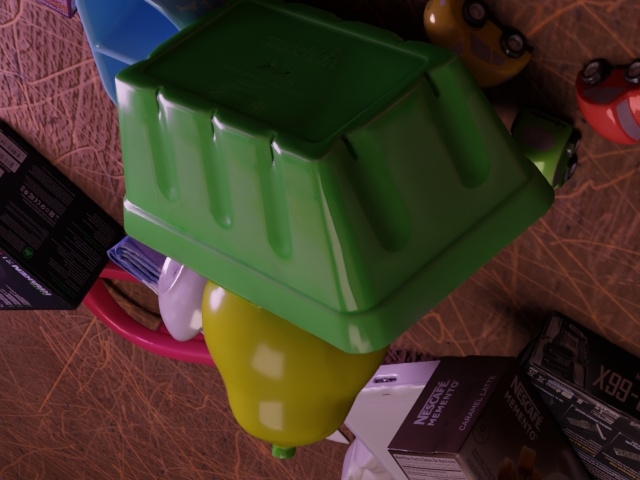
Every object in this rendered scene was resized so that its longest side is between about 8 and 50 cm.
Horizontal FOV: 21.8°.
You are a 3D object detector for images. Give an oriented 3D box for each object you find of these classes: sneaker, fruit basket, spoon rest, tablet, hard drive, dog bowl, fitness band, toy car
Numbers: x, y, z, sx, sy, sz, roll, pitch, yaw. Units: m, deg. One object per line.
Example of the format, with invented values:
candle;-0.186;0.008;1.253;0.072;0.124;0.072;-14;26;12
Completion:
sneaker;0.094;0.299;2.321;0.094;0.080;0.212;13;155;-6
fruit basket;0.000;0.000;1.490;0.392;0.283;0.392;40;153;25
spoon rest;-0.090;-0.009;1.747;0.084;0.137;0.276;22;118;-20
tablet;0.003;0.271;2.436;0.054;0.006;0.083;7;146;44
hard drive;0.156;0.262;2.141;0.203;0.040;0.307;-8;137;34
dog bowl;-0.152;-0.193;1.629;0.166;0.074;0.297;24;155;17
fitness band;-0.224;0.086;2.294;0.291;0.054;0.209;5;142;44
toy car;0.190;-0.100;1.429;0.239;0.053;0.225;24;155;17

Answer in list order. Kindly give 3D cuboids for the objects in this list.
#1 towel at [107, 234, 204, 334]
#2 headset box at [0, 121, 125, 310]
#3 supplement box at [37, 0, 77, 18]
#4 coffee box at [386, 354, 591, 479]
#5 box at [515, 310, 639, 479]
towel;-0.098;0.064;1.932;0.285;0.209;0.034;39;114;1
headset box;-0.445;-0.028;2.226;0.246;0.131;0.283;45;153;-27
supplement box;-0.249;-0.266;1.625;0.043;0.055;0.083;29;156;9
coffee box;0.194;0.255;1.787;0.098;0.141;0.246;-2;132;43
box;0.336;0.234;1.839;0.307;0.076;0.242;30;148;4
